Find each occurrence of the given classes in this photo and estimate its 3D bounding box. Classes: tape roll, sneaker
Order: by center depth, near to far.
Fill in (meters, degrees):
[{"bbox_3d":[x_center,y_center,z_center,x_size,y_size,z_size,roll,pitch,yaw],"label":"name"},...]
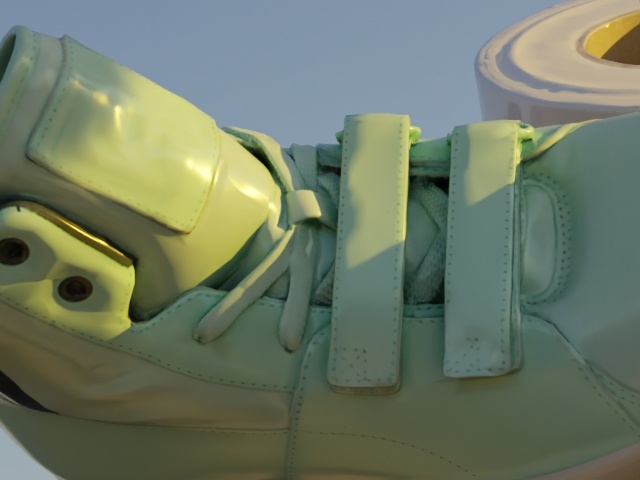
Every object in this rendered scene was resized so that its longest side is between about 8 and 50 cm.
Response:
[{"bbox_3d":[0.000,0.001,0.424,0.256,0.094,0.151,-16,-36,26],"label":"sneaker"},{"bbox_3d":[0.244,-0.089,1.137,0.286,0.100,0.286,-9,21,3],"label":"tape roll"}]
